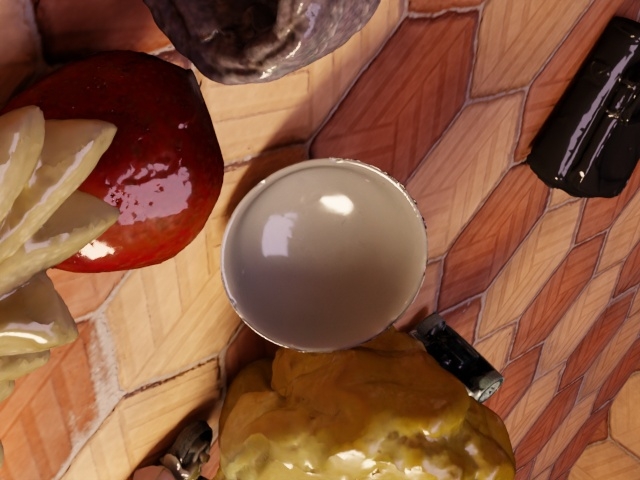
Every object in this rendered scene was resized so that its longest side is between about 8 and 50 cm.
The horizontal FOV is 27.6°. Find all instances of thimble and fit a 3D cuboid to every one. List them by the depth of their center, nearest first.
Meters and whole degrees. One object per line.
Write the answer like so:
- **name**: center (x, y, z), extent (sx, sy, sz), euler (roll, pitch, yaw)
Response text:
- **thimble**: center (-0.038, -0.179, 0.833), extent (0.098, 0.150, 0.150), euler (-36, 152, -46)

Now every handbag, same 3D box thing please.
- **handbag**: center (0.390, -0.167, 1.741), extent (0.244, 0.088, 0.275), euler (-61, 155, 9)

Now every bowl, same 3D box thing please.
- **bowl**: center (0.000, 0.000, 1.193), extent (0.189, 0.189, 0.086), euler (-60, -162, 16)

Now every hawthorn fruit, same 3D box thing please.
- **hawthorn fruit**: center (-0.147, -0.044, 0.833), extent (0.172, 0.148, 0.148), euler (-25, 145, -35)

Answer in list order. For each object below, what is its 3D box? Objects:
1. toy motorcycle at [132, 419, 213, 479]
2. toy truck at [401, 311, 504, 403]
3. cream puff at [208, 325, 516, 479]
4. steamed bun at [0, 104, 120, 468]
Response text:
- **toy motorcycle**: center (-0.170, 0.300, 1.350), extent (0.152, 0.073, 0.225), euler (-34, 143, -55)
- **toy truck**: center (0.094, 0.208, 1.647), extent (0.305, 0.136, 0.162), euler (-11, 140, -54)
- **cream puff**: center (0.040, 0.193, 1.322), extent (0.324, 0.291, 0.257), euler (112, -12, -47)
- **steamed bun**: center (-0.249, 0.018, 0.681), extent (0.247, 0.189, 0.428), euler (-37, 152, -50)
